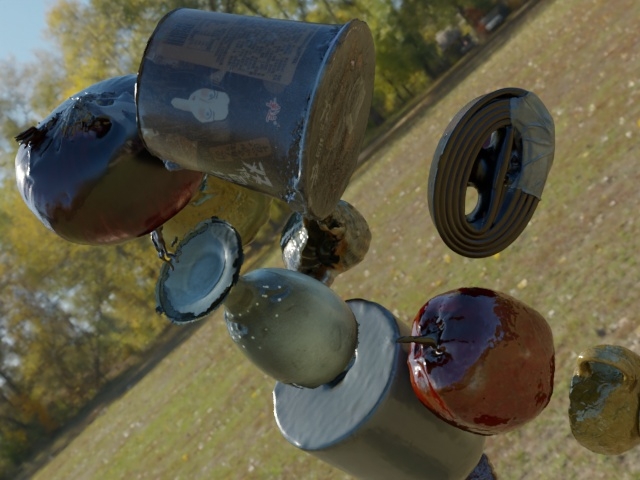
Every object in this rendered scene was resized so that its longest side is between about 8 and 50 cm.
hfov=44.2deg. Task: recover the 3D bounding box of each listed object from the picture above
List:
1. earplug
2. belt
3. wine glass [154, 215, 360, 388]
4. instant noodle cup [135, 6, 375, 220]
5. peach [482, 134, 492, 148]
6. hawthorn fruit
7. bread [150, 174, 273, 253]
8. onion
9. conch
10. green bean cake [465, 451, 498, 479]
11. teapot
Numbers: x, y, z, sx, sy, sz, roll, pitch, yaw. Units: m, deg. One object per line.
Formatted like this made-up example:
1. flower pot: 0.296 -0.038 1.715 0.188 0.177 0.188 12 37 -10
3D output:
1. earplug: 0.147 0.339 1.578 0.312 0.394 0.313 -30 40 29
2. belt: 0.332 -0.135 1.549 0.122 0.217 0.339 -77 3 -79
3. wine glass: -0.090 0.116 1.287 0.190 0.357 0.190 -18 56 28
4. instant noodle cup: -0.069 -0.148 0.855 0.217 0.207 0.217 16 -90 -75
5. peach: 0.455 -0.224 2.106 0.158 0.154 0.267 -29 26 -10
6. hawthorn fruit: 0.239 0.196 1.322 0.254 0.300 0.254 -33 51 54
7. bread: -0.272 -0.104 1.917 0.333 0.333 0.160 -42 13 8
8. onion: -0.277 -0.095 1.123 0.273 0.285 0.273 -13 45 13
9. conch: -0.009 -0.007 1.692 0.210 0.159 0.291 -50 -33 -2
10. green bean cake: 0.351 0.573 1.843 0.135 0.136 0.056 -26 -17 14
11. teapot: 0.561 0.293 1.453 0.167 0.311 0.203 6 53 37
